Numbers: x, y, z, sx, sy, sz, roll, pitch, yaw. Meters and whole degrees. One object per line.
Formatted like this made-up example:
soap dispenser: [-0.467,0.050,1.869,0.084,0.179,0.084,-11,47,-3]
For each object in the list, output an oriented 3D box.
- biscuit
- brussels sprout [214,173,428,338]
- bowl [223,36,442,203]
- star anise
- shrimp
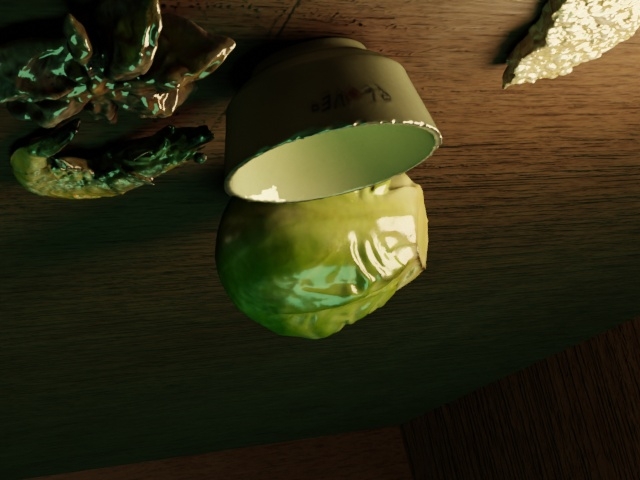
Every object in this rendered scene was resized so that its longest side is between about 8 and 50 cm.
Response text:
biscuit: [0.266,-0.215,1.428,0.133,0.032,0.250,-11,164,-13]
brussels sprout: [0.000,0.000,1.663,0.244,0.244,0.244,-13,165,-4]
bowl: [0.001,-0.119,1.391,0.211,0.112,0.211,-13,164,-4]
star anise: [-0.177,-0.143,1.231,0.212,0.073,0.197,-22,160,35]
shrimp: [-0.215,-0.085,1.456,0.217,0.051,0.150,-17,158,27]
